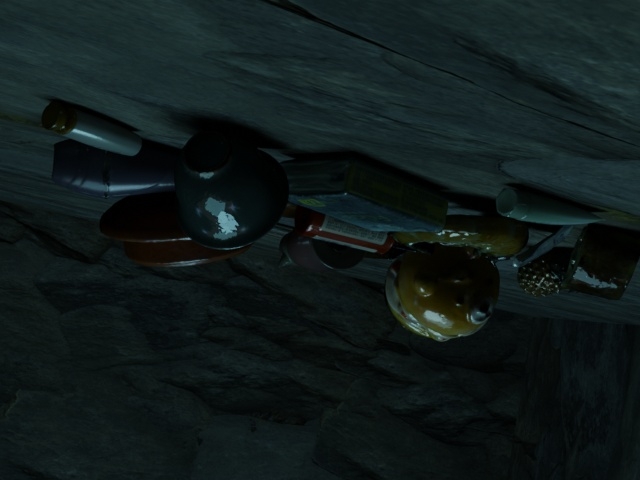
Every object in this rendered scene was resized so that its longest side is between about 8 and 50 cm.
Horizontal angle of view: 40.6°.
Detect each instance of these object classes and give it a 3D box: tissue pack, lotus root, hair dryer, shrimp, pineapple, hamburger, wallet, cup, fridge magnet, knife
[{"bbox_3d":[0.434,0.013,1.698,0.123,0.026,0.193,-32,170,4],"label":"tissue pack"},{"bbox_3d":[0.549,0.045,1.696,0.119,0.138,0.235,19,-179,14],"label":"lotus root"},{"bbox_3d":[-0.386,-0.149,1.750,0.301,0.121,0.361,4,-174,-19],"label":"hair dryer"},{"bbox_3d":[0.290,0.003,1.758,0.272,0.085,0.445,-2,173,18],"label":"shrimp"},{"bbox_3d":[0.557,0.072,1.954,0.125,0.125,0.251,14,168,-30],"label":"pineapple"},{"bbox_3d":[0.305,0.104,2.068,0.277,0.276,0.237,11,163,-7],"label":"hamburger"},{"bbox_3d":[0.137,0.017,2.373,0.133,0.039,0.243,-15,-165,-43],"label":"wallet"},{"bbox_3d":[-0.161,-0.104,1.394,0.199,0.199,0.150,9,156,15],"label":"cup"},{"bbox_3d":[-0.275,-0.043,1.805,0.364,0.155,0.363,-4,-165,1],"label":"fridge magnet"},{"bbox_3d":[0.075,-0.081,1.517,0.257,0.081,0.185,17,170,-42],"label":"tissue pack"},{"bbox_3d":[-0.127,-0.032,2.503,0.365,0.043,0.089,16,139,-23],"label":"knife"}]

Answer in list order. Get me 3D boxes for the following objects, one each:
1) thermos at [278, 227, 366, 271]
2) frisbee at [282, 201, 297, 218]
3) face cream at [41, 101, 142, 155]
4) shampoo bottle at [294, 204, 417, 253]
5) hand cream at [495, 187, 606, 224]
[{"bbox_3d":[0.000,0.000,2.064,0.146,0.176,0.265,54,158,-10],"label":"thermos"},{"bbox_3d":[-0.123,-0.085,2.104,0.251,0.021,0.251,11,175,1],"label":"frisbee"},{"bbox_3d":[-0.387,-0.187,1.476,0.072,0.051,0.182,7,174,39],"label":"face cream"},{"bbox_3d":[0.090,-0.032,1.813,0.278,0.104,0.104,14,173,-23],"label":"shampoo bottle"},{"bbox_3d":[0.383,-0.049,1.450,0.205,0.049,0.078,9,173,-33],"label":"hand cream"}]
